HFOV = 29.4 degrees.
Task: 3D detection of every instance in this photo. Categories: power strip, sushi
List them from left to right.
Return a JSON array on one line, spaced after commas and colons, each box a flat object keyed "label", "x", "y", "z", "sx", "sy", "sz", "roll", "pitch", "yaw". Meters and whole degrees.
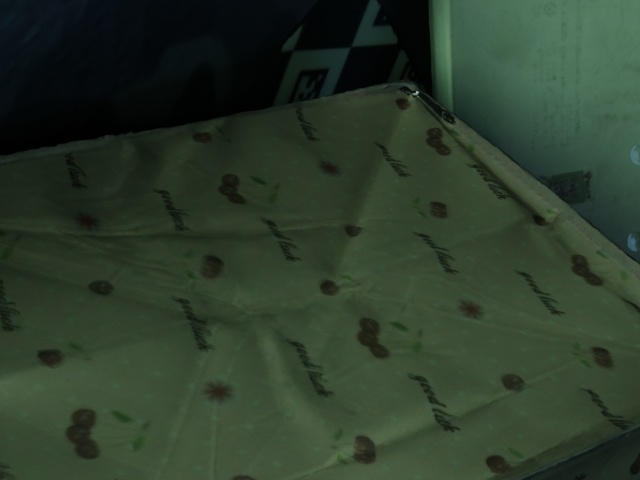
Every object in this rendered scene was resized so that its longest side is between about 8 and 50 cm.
[{"label": "sushi", "x": 0.000, "y": 0.000, "z": 0.668, "sx": 0.219, "sy": 0.047, "sz": 0.231, "roll": -51, "pitch": 153, "yaw": -3}, {"label": "power strip", "x": 0.122, "y": -0.046, "z": 0.663, "sx": 0.118, "sy": 0.046, "sz": 0.270, "roll": -7, "pitch": 118, "yaw": -2}]

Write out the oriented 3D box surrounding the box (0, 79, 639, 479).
[{"label": "box", "x": -0.025, "y": 0.085, "z": 0.487, "sx": 0.297, "sy": 0.225, "sz": 0.190, "roll": -14, "pitch": 135, "yaw": -35}]
